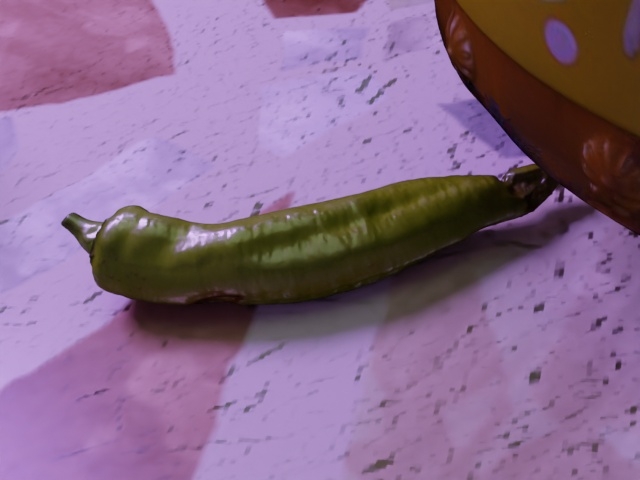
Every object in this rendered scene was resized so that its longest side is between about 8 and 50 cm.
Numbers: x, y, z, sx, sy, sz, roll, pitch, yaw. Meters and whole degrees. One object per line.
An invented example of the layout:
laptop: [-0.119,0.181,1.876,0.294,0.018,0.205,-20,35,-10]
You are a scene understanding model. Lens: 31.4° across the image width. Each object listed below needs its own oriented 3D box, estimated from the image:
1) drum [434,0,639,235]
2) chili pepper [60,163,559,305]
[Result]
drum: [0.230,-0.179,0.355,0.431,0.214,0.431,-5,43,5]
chili pepper: [0.000,0.001,0.455,0.208,0.043,0.049,-6,13,-2]
